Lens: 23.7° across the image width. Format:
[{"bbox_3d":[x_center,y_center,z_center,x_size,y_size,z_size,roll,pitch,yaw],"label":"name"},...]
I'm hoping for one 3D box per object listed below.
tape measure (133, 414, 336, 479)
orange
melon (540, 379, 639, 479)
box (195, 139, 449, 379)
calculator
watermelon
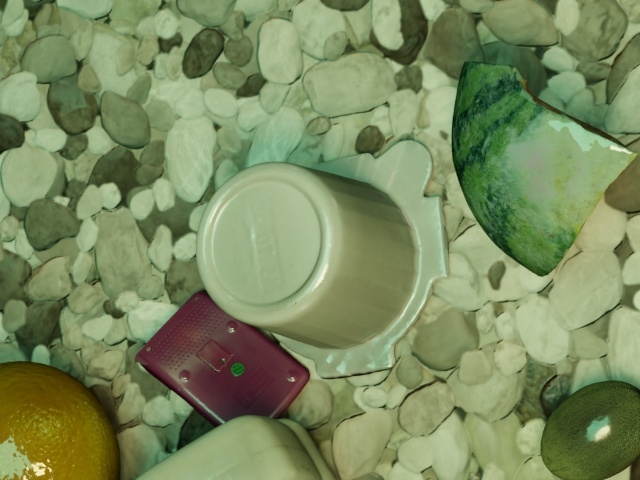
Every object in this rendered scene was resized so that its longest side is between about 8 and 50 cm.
[{"bbox_3d":[-0.117,0.310,1.701,0.258,0.265,0.130,-34,71,8],"label":"tape measure"},{"bbox_3d":[-0.349,0.259,1.826,0.236,0.236,0.236,-4,80,24],"label":"orange"},{"bbox_3d":[0.292,0.202,1.607,0.130,0.098,0.098,-34,69,20],"label":"melon"},{"bbox_3d":[0.000,0.000,1.714,0.262,0.206,0.291,43,102,24],"label":"box"},{"bbox_3d":[-0.116,0.148,1.815,0.190,0.034,0.126,35,70,24],"label":"calculator"},{"bbox_3d":[0.232,-0.092,1.643,0.176,0.260,0.256,-21,90,6],"label":"watermelon"}]
